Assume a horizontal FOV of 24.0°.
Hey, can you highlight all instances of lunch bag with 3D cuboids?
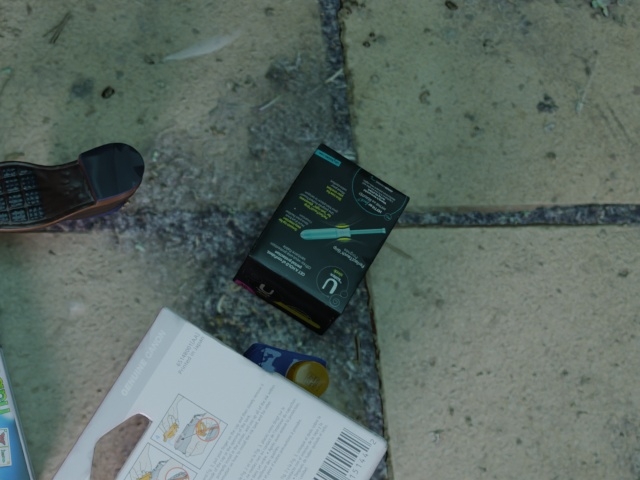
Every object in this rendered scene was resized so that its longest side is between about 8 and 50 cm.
[{"bbox_3d":[-0.048,0.155,1.621,0.098,0.067,0.065,14,69,-10],"label":"lunch bag"}]

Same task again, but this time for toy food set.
[{"bbox_3d":[-0.085,0.218,1.563,0.232,0.104,0.111,-39,98,-16],"label":"toy food set"}]

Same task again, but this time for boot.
[{"bbox_3d":[-0.296,-0.038,1.607,0.219,0.106,0.082,-12,74,-14],"label":"boot"}]

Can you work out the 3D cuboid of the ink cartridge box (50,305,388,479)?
[{"bbox_3d":[-0.120,0.255,1.460,0.261,0.066,0.296,32,77,0],"label":"ink cartridge box"}]

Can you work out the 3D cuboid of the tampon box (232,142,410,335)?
[{"bbox_3d":[0.000,0.000,1.668,0.120,0.101,0.161,33,68,-2],"label":"tampon box"}]

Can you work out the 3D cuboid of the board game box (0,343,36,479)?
[{"bbox_3d":[-0.421,0.136,1.537,0.193,0.053,0.305,-12,75,-19],"label":"board game box"}]
